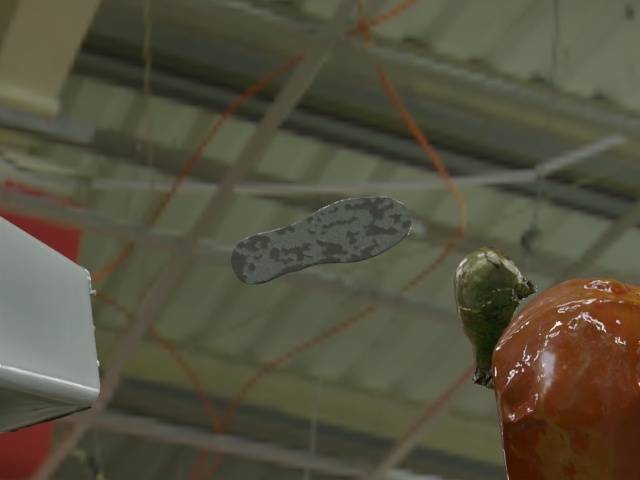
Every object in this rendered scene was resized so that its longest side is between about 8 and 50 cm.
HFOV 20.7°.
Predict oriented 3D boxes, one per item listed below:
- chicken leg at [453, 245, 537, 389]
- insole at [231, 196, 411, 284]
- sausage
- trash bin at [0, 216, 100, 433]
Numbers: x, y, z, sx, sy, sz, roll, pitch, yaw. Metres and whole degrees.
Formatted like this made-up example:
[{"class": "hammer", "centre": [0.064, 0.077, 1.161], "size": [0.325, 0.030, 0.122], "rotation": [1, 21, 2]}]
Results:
[{"class": "chicken leg", "centre": [0.194, 0.088, 1.966], "size": [0.093, 0.070, 0.178], "rotation": [1, -67, 2]}, {"class": "insole", "centre": [0.000, 0.000, 1.775], "size": [0.193, 0.065, 0.006], "rotation": [-17, -13, 14]}, {"class": "sausage", "centre": [0.210, 0.154, 1.292], "size": [0.141, 0.153, 0.268], "rotation": [-9, -74, 12]}, {"class": "trash bin", "centre": [-0.406, 0.102, 1.859], "size": [0.256, 0.296, 0.367], "rotation": [-19, -23, 21]}]
